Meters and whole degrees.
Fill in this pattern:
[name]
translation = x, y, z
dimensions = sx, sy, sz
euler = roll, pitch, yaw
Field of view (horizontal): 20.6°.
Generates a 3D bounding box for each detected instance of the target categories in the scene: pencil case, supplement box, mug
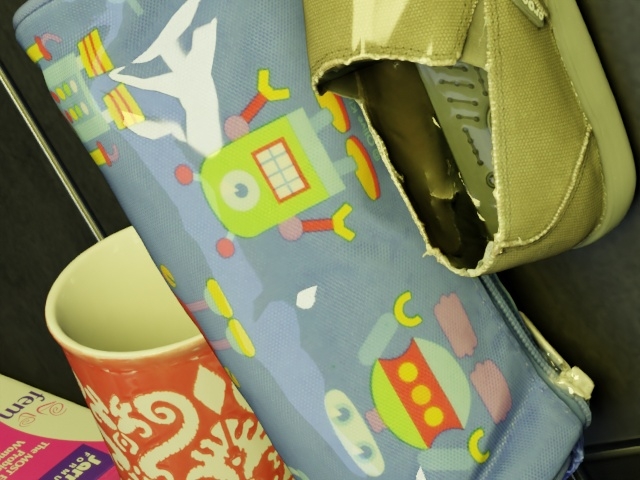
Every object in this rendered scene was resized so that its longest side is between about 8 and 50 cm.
[pencil case]
translation = 0.000, 0.000, 0.736
dimensions = 0.133, 0.119, 0.306
euler = -31, 97, 8
[supplement box]
translation = -0.202, 0.157, 1.057
dimensions = 0.220, 0.111, 0.114
euler = 16, 129, 34
[mug]
translation = -0.056, 0.076, 0.885
dimensions = 0.113, 0.150, 0.169
euler = -10, 123, 8

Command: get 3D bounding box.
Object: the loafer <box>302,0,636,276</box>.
[loafer]
translation = 0.037, -0.095, 0.651
dimensions = 0.094, 0.087, 0.251
euler = -14, 109, 48
